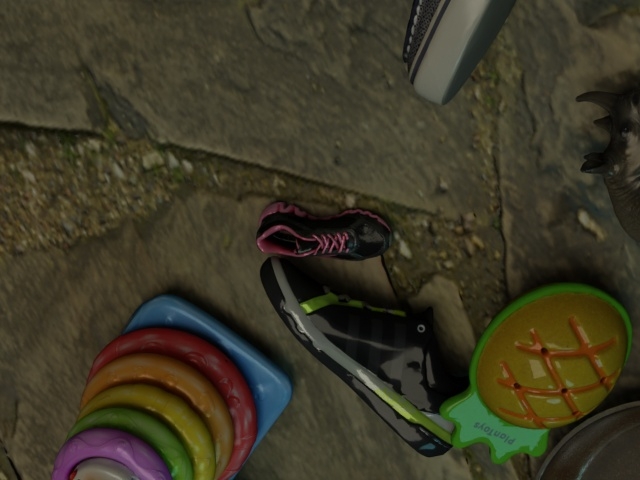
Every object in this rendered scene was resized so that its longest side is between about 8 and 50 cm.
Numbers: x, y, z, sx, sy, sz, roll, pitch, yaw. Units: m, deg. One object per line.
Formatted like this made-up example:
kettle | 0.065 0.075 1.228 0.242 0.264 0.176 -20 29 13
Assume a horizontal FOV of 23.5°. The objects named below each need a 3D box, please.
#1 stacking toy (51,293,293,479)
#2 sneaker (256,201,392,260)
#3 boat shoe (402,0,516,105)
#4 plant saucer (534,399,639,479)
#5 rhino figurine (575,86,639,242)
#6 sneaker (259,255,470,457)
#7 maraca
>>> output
stacking toy | -0.160 0.192 1.290 0.165 0.302 0.175 35 119 0
sneaker | 0.000 0.000 1.297 0.119 0.057 0.047 4 112 13
boat shoe | 0.096 -0.280 1.121 0.158 0.127 0.341 27 110 11
plant saucer | 0.324 0.267 1.290 0.310 0.050 0.311 12 115 27
rhino figurine | 0.288 -0.029 1.190 0.243 0.073 0.106 41 115 -2
sneaker | 0.052 0.082 1.320 0.234 0.084 0.097 44 94 -6
maraca | 0.178 0.110 1.264 0.127 0.099 0.186 26 115 -18
